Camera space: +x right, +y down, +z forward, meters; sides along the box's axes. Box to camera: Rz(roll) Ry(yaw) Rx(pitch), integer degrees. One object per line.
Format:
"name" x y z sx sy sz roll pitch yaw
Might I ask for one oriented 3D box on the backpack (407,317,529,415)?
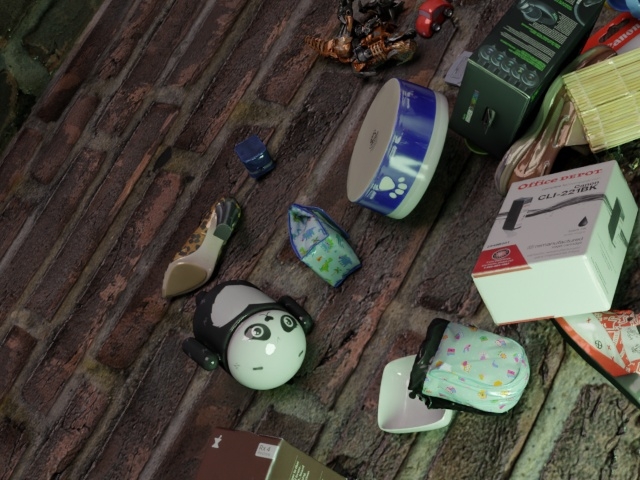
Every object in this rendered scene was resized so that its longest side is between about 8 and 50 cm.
"backpack" 0.248 0.211 1.659 0.182 0.115 0.152 18 60 15

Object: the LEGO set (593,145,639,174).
"LEGO set" 0.525 -0.139 1.797 0.054 0.023 0.083 -48 54 4

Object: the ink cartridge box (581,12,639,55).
"ink cartridge box" 0.582 -0.362 1.889 0.189 0.066 0.232 -38 46 13

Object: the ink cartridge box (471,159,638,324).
"ink cartridge box" 0.390 0.001 1.663 0.197 0.114 0.273 -12 29 35

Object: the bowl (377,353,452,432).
"bowl" 0.175 0.271 1.762 0.142 0.053 0.142 -16 51 34

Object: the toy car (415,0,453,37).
"toy car" 0.300 -0.596 2.312 0.239 0.053 0.225 -28 45 22

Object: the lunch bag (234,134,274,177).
"lunch bag" -0.152 -0.193 2.394 0.067 0.065 0.098 -30 41 -2

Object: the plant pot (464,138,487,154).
"plant pot" 0.325 -0.226 2.000 0.083 0.083 0.079 -25 33 25

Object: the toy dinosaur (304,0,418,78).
"toy dinosaur" 0.087 -0.482 2.351 0.322 0.164 0.218 10 82 22

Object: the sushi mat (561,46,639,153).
"sushi mat" 0.589 -0.269 1.727 0.317 0.019 0.151 -19 77 9

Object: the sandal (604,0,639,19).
"sandal" 0.664 -0.486 1.830 0.317 0.126 0.138 -26 26 23

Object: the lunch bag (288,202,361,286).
"lunch bag" 0.000 0.000 2.063 0.096 0.129 0.151 -41 40 7

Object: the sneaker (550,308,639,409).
"sneaker" 0.475 0.141 1.577 0.145 0.090 0.270 -40 39 0

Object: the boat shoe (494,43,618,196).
"boat shoe" 0.448 -0.196 1.823 0.116 0.123 0.324 40 106 32

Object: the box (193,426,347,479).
"box" -0.094 0.444 1.751 0.169 0.203 0.167 0 61 42

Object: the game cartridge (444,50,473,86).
"game cartridge" 0.303 -0.367 2.165 0.056 0.017 0.083 28 80 45

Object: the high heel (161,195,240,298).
"high heel" -0.277 0.015 2.357 0.261 0.093 0.186 -47 17 21

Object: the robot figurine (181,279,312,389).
"robot figurine" -0.148 0.181 2.020 0.209 0.173 0.278 -54 40 -2

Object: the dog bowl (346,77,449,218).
"dog bowl" 0.149 -0.182 1.994 0.265 0.104 0.264 -161 90 -77

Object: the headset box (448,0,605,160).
"headset box" 0.365 -0.314 1.844 0.131 0.246 0.283 35 70 12
